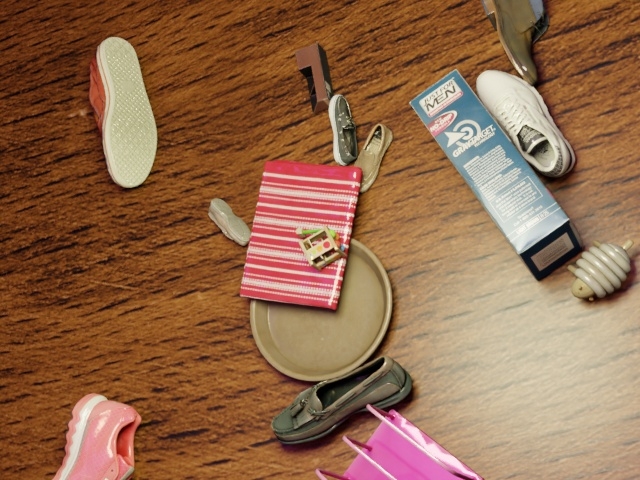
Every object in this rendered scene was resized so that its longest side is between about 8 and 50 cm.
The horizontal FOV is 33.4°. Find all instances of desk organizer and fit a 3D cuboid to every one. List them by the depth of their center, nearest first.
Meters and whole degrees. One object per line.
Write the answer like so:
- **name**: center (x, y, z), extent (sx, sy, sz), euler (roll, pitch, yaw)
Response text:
- **desk organizer**: center (-0.010, -0.319, 2.107), extent (0.050, 0.047, 0.130), euler (-18, 67, 19)

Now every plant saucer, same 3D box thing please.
- **plant saucer**: center (0.003, 0.124, 1.961), extent (0.278, 0.041, 0.278), euler (-7, 71, 19)

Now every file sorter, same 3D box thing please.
- **file sorter**: center (0.085, 0.439, 1.744), extent (0.202, 0.182, 0.291), euler (35, 89, 28)

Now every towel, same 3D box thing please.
- **towel**: center (-0.035, -0.016, 1.983), extent (0.199, 0.031, 0.275), euler (6, 77, 22)

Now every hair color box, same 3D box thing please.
- **hair color box**: center (0.304, -0.113, 1.840), extent (0.105, 0.174, 0.347), euler (-36, 64, 7)

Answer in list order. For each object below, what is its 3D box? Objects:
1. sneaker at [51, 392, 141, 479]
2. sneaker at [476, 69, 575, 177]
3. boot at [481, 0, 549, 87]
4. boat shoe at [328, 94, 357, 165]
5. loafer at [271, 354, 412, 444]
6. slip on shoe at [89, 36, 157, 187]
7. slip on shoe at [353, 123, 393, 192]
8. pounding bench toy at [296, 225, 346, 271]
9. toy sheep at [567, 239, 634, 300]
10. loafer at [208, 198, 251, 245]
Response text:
- **sneaker**: center (-0.419, 0.444, 1.986), extent (0.136, 0.116, 0.314), euler (5, 75, 22)
- **sneaker**: center (0.352, -0.209, 1.867), extent (0.090, 0.095, 0.235), euler (-47, 73, 25)
- **boot**: center (0.377, -0.386, 1.951), extent (0.106, 0.082, 0.219), euler (-27, 63, 15)
- **boat shoe**: center (0.049, -0.214, 2.043), extent (0.040, 0.049, 0.142), euler (-16, 73, 44)
- **loafer**: center (0.024, 0.269, 1.865), extent (0.267, 0.084, 0.096), euler (-25, 38, 14)
- **slip on shoe**: center (-0.420, -0.259, 2.230), extent (0.101, 0.123, 0.331), euler (-31, 65, 46)
- **slip on shoe**: center (0.093, -0.157, 2.014), extent (0.051, 0.041, 0.135), euler (28, 85, 27)
- **pounding bench toy**: center (0.000, 0.000, 1.920), extent (0.065, 0.052, 0.083), euler (-31, 67, 9)
- **toy sheep**: center (0.468, 0.045, 1.773), extent (0.132, 0.091, 0.091), euler (-49, 62, 5)
- **loafer**: center (-0.178, -0.029, 2.088), extent (0.125, 0.045, 0.039), euler (50, 128, 30)
